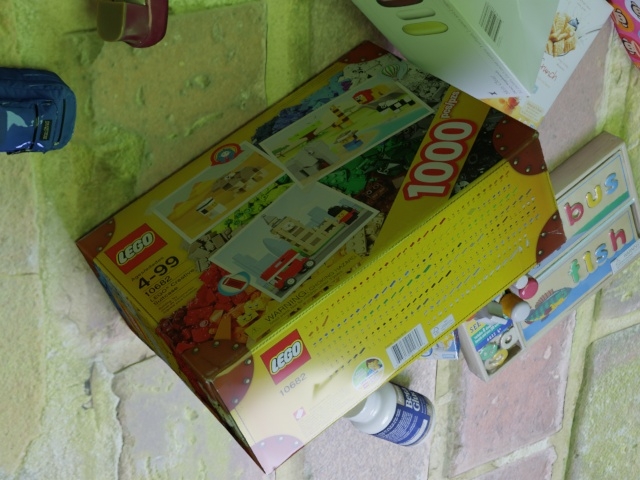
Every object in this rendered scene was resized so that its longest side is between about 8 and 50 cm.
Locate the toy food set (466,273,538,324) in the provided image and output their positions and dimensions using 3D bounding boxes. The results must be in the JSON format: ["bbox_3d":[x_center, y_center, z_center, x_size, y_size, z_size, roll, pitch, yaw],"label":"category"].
[{"bbox_3d":[0.282,0.088,1.958,0.232,0.104,0.111,19,103,-41],"label":"toy food set"}]

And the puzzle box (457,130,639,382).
[{"bbox_3d":[0.388,0.030,2.111,0.409,0.052,0.272,-38,131,-13],"label":"puzzle box"}]

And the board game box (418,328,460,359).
[{"bbox_3d":[0.106,0.124,1.879,0.201,0.035,0.136,-3,128,16],"label":"board game box"}]

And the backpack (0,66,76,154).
[{"bbox_3d":[-0.344,-0.144,1.430,0.120,0.101,0.098,-5,125,-39],"label":"backpack"}]

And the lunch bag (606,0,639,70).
[{"bbox_3d":[0.583,-0.325,1.906,0.120,0.258,0.293,-48,133,-4],"label":"lunch bag"}]

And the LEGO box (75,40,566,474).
[{"bbox_3d":[0.000,0.000,1.584,0.500,0.372,0.193,-37,131,-15],"label":"LEGO box"}]

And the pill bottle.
[{"bbox_3d":[0.105,0.278,2.016,0.169,0.094,0.094,26,98,-43],"label":"pill bottle"}]

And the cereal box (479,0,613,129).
[{"bbox_3d":[0.331,-0.299,1.877,0.173,0.047,0.240,26,98,-43],"label":"cereal box"}]

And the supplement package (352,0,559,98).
[{"bbox_3d":[0.187,-0.340,1.633,0.262,0.145,0.204,38,64,-43],"label":"supplement package"}]

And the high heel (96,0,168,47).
[{"bbox_3d":[-0.204,-0.350,1.449,0.117,0.082,0.244,-21,118,-66],"label":"high heel"}]
